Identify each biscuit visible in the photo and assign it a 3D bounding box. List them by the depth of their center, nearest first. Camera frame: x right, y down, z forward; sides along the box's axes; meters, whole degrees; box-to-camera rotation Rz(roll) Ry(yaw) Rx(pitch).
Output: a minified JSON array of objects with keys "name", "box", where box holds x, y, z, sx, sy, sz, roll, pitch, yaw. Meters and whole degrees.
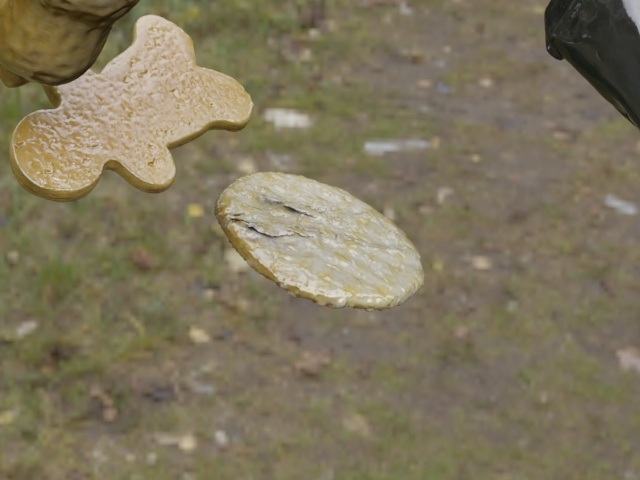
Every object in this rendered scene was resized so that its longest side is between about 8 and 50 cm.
[{"name":"biscuit","box":[-0.178,-0.107,1.445,0.158,0.035,0.240,47,53,11]},{"name":"biscuit","box":[0.000,-0.001,1.589,0.219,0.033,0.220,18,30,-11]}]

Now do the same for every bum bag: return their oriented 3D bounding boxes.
[{"name":"bum bag","box":[0.339,-0.160,1.606,0.326,0.142,0.079,51,31,6]}]

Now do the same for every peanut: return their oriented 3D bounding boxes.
[{"name":"peanut","box":[-0.198,-0.192,1.280,0.101,0.263,0.117,37,54,-6]}]
